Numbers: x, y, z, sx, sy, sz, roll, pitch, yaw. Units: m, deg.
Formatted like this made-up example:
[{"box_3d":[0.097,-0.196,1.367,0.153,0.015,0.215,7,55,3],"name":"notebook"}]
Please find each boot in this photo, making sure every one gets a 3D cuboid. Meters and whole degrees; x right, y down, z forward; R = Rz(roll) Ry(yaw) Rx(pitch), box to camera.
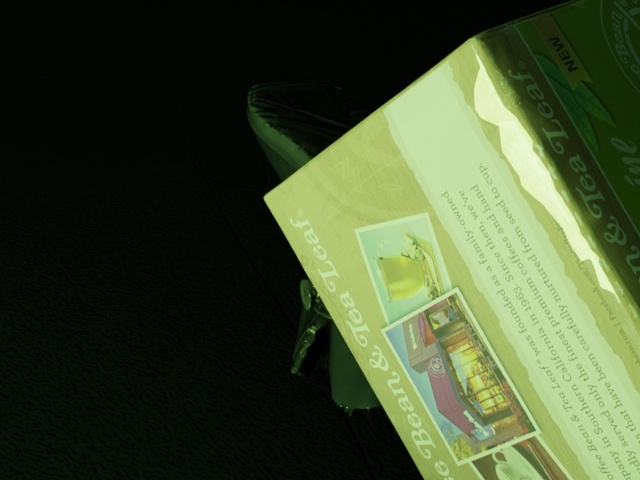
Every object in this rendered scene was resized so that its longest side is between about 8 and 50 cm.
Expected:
[{"box_3d":[0.000,0.000,1.057,0.094,0.207,0.246,-8,33,-22],"name":"boot"}]

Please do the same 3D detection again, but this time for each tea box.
[{"box_3d":[0.200,0.023,0.852,0.323,0.329,0.220,-27,-5,-43],"name":"tea box"}]
